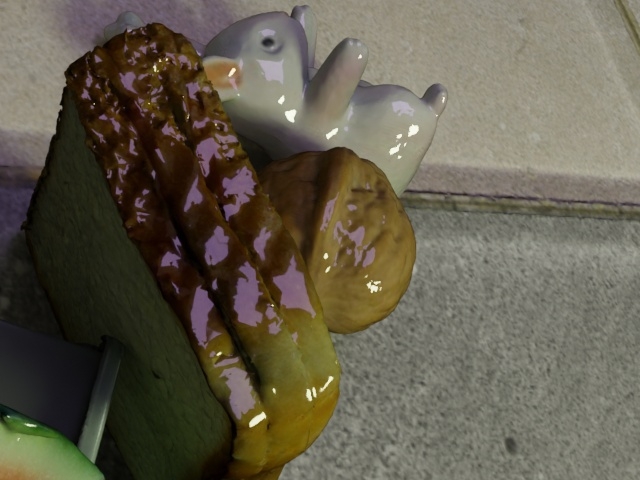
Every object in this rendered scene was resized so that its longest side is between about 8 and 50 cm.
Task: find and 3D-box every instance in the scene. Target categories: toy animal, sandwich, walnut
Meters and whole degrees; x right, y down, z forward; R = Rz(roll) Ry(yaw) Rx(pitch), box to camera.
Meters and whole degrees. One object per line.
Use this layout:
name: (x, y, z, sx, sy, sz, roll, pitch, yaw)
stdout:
toy animal: (-0.029, -0.135, 1.440, 0.282, 0.138, 0.140, 34, -2, -25)
sandwich: (-0.095, 0.041, 1.121, 0.099, 0.301, 0.271, -25, 77, -23)
walnut: (0.000, 0.000, 1.362, 0.166, 0.149, 0.166, 11, 33, -8)

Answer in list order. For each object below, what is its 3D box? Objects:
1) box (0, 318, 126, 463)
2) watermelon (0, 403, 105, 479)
box: (-0.223, 0.154, 1.034, 0.135, 0.163, 0.243, 25, 46, -14)
watermelon: (-0.289, 0.157, 0.798, 0.319, 0.222, 0.292, 23, 70, -1)
